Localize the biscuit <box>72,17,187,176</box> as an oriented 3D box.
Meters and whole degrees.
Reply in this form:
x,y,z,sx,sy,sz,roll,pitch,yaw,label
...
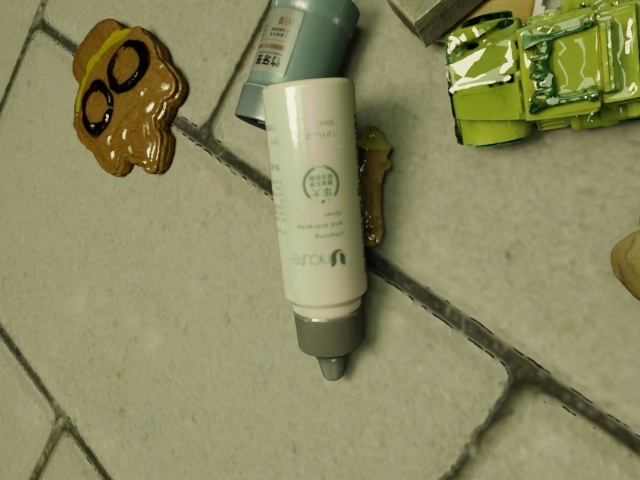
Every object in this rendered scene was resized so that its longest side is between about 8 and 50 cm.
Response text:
x,y,z,sx,sy,sz,roll,pitch,yaw,label
-0.305,-0.216,0.739,0.208,0.041,0.290,-43,67,20,biscuit

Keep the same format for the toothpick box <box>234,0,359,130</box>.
x,y,z,sx,sy,sz,roll,pitch,yaw,label
-0.027,-0.197,0.552,0.101,0.101,0.153,21,94,28,toothpick box

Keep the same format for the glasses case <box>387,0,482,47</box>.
x,y,z,sx,sy,sz,roll,pitch,yaw,label
0.165,-0.285,0.475,0.205,0.047,0.070,-37,58,16,glasses case

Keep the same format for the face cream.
x,y,z,sx,sy,sz,roll,pitch,yaw,label
0.000,0.000,0.498,0.092,0.092,0.311,3,105,29,face cream

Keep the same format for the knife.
x,y,z,sx,sy,sz,roll,pitch,yaw,label
0.205,-0.219,0.472,0.256,0.022,0.046,9,86,33,knife

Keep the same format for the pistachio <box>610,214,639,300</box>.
x,y,z,sx,sy,sz,roll,pitch,yaw,label
0.320,0.038,0.339,0.129,0.131,0.206,-36,54,-27,pistachio

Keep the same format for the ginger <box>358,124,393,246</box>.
x,y,z,sx,sy,sz,roll,pitch,yaw,label
0.048,-0.062,0.533,0.058,0.044,0.137,4,89,1,ginger

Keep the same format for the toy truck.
x,y,z,sx,sy,sz,roll,pitch,yaw,label
0.221,-0.146,0.376,0.260,0.135,0.128,-3,105,33,toy truck
